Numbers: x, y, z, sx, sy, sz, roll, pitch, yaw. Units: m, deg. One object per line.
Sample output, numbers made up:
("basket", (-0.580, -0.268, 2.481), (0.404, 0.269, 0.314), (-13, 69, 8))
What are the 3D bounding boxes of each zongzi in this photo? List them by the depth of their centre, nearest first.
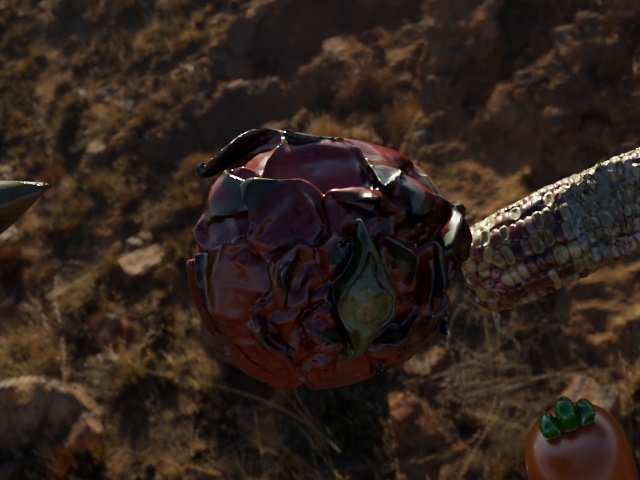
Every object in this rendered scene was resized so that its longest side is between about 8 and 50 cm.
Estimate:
("zongzi", (-0.402, -0.010, 1.141), (0.178, 0.081, 0.189), (-15, 14, 30))

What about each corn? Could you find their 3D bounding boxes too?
("corn", (0.267, -0.022, 1.030), (0.290, 0.098, 0.098), (-25, 39, 15))

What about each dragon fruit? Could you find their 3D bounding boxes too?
("dragon fruit", (0.000, 0.000, 0.900), (0.233, 0.234, 0.293), (-19, 30, 2))

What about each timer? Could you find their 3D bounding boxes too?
("timer", (0.228, 0.196, 0.966), (0.099, 0.136, 0.136), (-24, 40, 8))
